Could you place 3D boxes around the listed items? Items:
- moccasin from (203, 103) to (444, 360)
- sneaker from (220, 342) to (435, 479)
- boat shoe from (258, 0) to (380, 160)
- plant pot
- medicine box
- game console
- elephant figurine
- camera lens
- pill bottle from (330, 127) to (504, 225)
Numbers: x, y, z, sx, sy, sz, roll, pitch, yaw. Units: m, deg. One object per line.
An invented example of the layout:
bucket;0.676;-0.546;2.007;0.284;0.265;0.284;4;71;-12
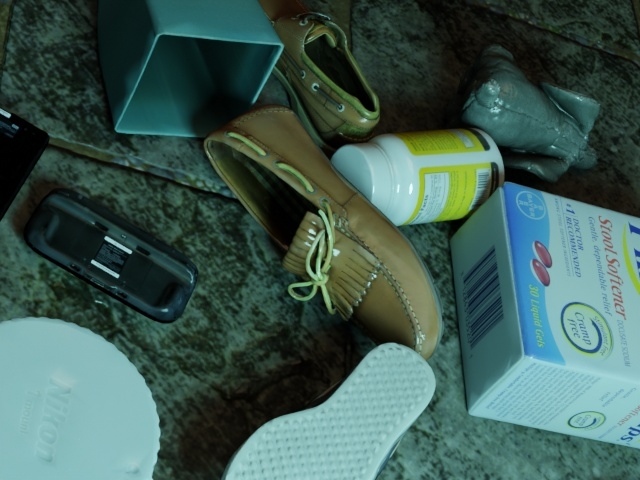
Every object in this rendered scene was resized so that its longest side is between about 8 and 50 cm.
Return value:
moccasin;0.001;-0.002;1.850;0.147;0.139;0.380;-25;73;-38
sneaker;0.000;0.236;1.677;0.126;0.127;0.321;46;46;12
boat shoe;-0.012;-0.253;2.050;0.111;0.104;0.307;-20;69;-39
plant pot;-0.180;-0.270;1.929;0.166;0.165;0.234;2;49;-30
medicine box;0.328;0.098;1.966;0.289;0.149;0.263;13;52;-22
game console;-0.307;-0.014;1.741;0.361;0.044;0.213;30;49;-8
elephant figurine;0.301;-0.155;2.121;0.239;0.169;0.186;25;42;-8
camera lens;-0.285;0.220;1.417;0.219;0.274;0.219;16;51;-20
pill bottle;0.121;-0.080;1.993;0.209;0.119;0.119;-6;61;-34
